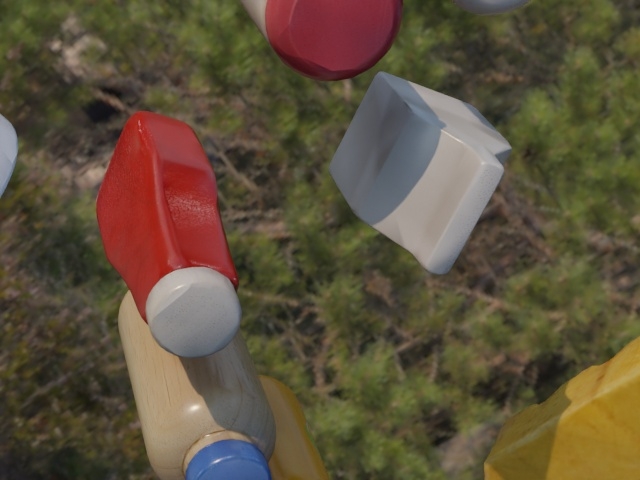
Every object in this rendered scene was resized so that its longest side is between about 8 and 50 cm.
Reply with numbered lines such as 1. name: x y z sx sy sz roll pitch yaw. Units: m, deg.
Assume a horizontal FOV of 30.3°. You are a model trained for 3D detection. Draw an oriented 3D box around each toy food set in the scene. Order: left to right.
1. toy food set: 0.000 0.000 0.354 0.111 0.232 0.104 18 22 -26

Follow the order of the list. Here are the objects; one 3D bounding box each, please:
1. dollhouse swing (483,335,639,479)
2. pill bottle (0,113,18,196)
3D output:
1. dollhouse swing: 0.300 0.061 0.529 0.315 0.347 0.305 42 44 -4
2. pill bottle: -0.436 -0.136 0.948 0.363 0.210 0.210 43 29 -40
